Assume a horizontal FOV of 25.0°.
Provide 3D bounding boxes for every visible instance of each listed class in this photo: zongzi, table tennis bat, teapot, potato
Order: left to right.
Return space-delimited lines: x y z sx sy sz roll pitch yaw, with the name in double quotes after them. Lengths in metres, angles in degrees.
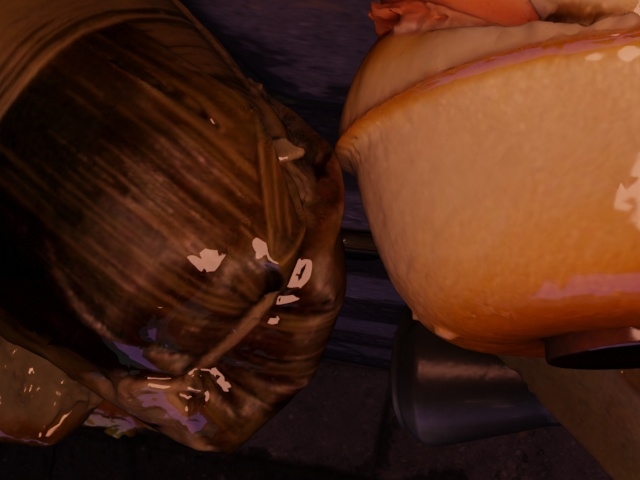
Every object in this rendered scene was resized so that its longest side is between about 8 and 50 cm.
-0.076 -0.036 0.587 0.286 0.134 0.288 37 -171 23 "zongzi"
0.000 0.000 1.305 0.274 0.021 0.154 6 171 44 "table tennis bat"
0.195 0.122 1.473 0.225 0.171 0.203 1 139 18 "teapot"
0.232 0.085 1.077 0.255 0.112 0.269 29 -144 7 "potato"

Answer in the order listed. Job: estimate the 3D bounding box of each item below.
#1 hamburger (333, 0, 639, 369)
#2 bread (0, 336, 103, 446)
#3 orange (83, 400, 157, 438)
0.120 -0.030 0.481 0.237 0.147 0.237 4 171 1 "hamburger"
-0.285 0.005 0.976 0.279 0.224 0.250 21 170 -30 "bread"
-0.198 0.061 1.327 0.263 0.196 0.334 10 -179 -19 "orange"
